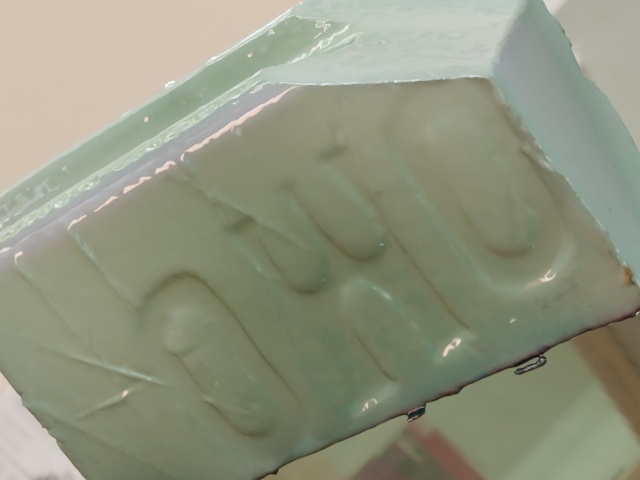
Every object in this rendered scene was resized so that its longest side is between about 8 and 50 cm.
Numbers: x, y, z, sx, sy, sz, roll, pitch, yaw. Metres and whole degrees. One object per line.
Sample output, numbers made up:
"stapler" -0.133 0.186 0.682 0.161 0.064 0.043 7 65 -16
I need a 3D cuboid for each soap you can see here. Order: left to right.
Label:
"soap" 0.000 0.000 0.646 0.145 0.230 0.091 54 20 -19
